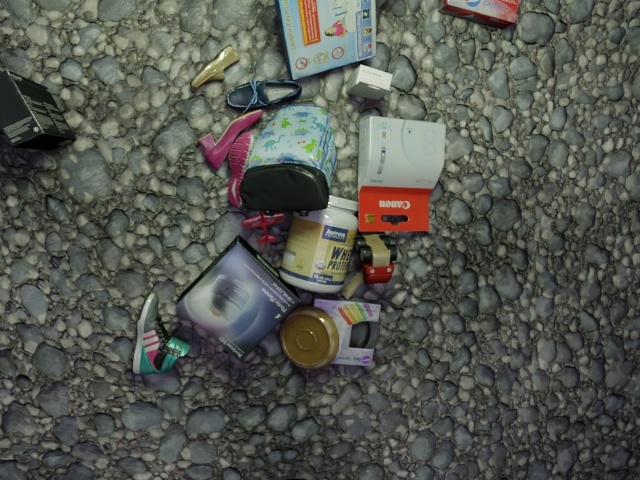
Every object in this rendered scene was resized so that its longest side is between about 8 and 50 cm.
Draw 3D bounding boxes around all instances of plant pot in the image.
[{"bbox_3d":[-0.048,0.353,1.660,0.236,0.032,0.237,2,95,22],"label":"plant pot"}]

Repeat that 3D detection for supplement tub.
[{"bbox_3d":[0.000,0.000,1.575,0.228,0.228,0.317,12,96,-11],"label":"supplement tub"}]

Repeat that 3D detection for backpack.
[{"bbox_3d":[-0.075,-0.266,1.462,0.289,0.356,0.274,2,120,20],"label":"backpack"}]

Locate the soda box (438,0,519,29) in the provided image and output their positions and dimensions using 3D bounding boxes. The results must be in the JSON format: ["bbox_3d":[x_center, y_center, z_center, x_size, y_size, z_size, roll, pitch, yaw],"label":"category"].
[{"bbox_3d":[0.555,-0.827,1.624,0.263,0.083,0.092,9,97,-10],"label":"soda box"}]

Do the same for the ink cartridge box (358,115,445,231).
[{"bbox_3d":[0.284,-0.224,1.616,0.307,0.091,0.386,-1,93,-24],"label":"ink cartridge box"}]

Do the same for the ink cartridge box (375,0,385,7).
[{"bbox_3d":[0.212,-0.928,1.505,0.168,0.171,0.233,33,91,-12],"label":"ink cartridge box"}]

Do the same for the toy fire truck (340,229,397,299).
[{"bbox_3d":[0.162,0.105,1.638,0.158,0.217,0.247,-4,114,-9],"label":"toy fire truck"}]

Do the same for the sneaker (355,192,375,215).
[{"bbox_3d":[0.182,-0.183,1.656,0.069,0.082,0.210,21,93,-10],"label":"sneaker"}]

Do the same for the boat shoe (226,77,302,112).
[{"bbox_3d":[-0.189,-0.500,1.540,0.258,0.089,0.109,-19,101,-7],"label":"boat shoe"}]

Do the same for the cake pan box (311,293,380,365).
[{"bbox_3d":[0.085,0.336,1.723,0.266,0.070,0.246,8,99,-10],"label":"cake pan box"}]

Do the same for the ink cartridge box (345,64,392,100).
[{"bbox_3d":[0.164,-0.525,1.542,0.115,0.198,0.067,12,96,-12],"label":"ink cartridge box"}]

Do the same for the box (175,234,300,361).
[{"bbox_3d":[-0.276,0.194,1.582,0.296,0.183,0.294,44,91,-12],"label":"box"}]

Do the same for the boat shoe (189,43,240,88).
[{"bbox_3d":[-0.342,-0.556,1.521,0.190,0.068,0.072,-44,114,-2],"label":"boat shoe"}]

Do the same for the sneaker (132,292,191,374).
[{"bbox_3d":[-0.532,0.330,1.583,0.178,0.124,0.296,10,104,-6],"label":"sneaker"}]

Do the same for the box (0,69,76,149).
[{"bbox_3d":[-0.849,-0.369,1.357,0.103,0.261,0.185,-24,101,-5],"label":"box"}]

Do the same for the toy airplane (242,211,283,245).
[{"bbox_3d":[-0.196,-0.048,1.636,0.151,0.028,0.151,-1,99,-8],"label":"toy airplane"}]

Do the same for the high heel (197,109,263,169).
[{"bbox_3d":[-0.282,-0.343,1.556,0.244,0.082,0.117,-32,112,-9],"label":"high heel"}]

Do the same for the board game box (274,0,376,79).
[{"bbox_3d":[0.020,-0.700,1.460,0.301,0.086,0.308,-18,142,-7],"label":"board game box"}]

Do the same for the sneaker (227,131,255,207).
[{"bbox_3d":[-0.240,-0.238,1.559,0.111,0.103,0.253,-11,122,-42],"label":"sneaker"}]
